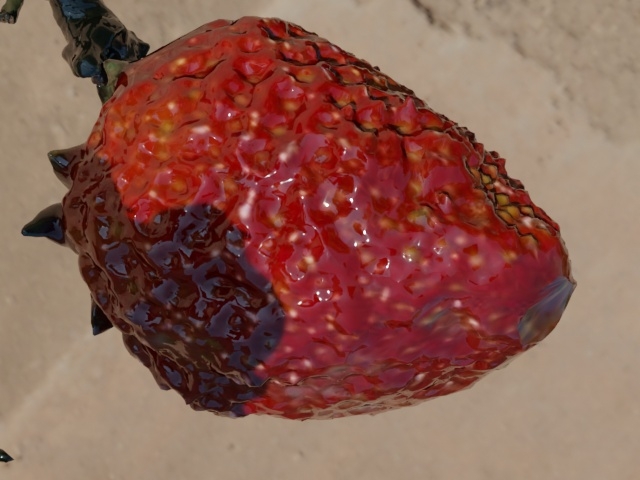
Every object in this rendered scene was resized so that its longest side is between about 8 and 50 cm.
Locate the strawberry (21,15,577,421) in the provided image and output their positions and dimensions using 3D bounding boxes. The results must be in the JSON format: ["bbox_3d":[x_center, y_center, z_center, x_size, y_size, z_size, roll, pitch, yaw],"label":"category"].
[{"bbox_3d":[-0.005,0.004,0.520,0.131,0.148,0.131,-33,144,-27],"label":"strawberry"}]

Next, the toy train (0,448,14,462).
[{"bbox_3d":[-0.152,0.030,0.343,0.053,0.250,0.085,28,92,-56],"label":"toy train"}]

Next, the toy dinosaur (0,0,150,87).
[{"bbox_3d":[-0.105,-0.158,0.945,0.179,0.087,0.187,11,79,-51],"label":"toy dinosaur"}]
